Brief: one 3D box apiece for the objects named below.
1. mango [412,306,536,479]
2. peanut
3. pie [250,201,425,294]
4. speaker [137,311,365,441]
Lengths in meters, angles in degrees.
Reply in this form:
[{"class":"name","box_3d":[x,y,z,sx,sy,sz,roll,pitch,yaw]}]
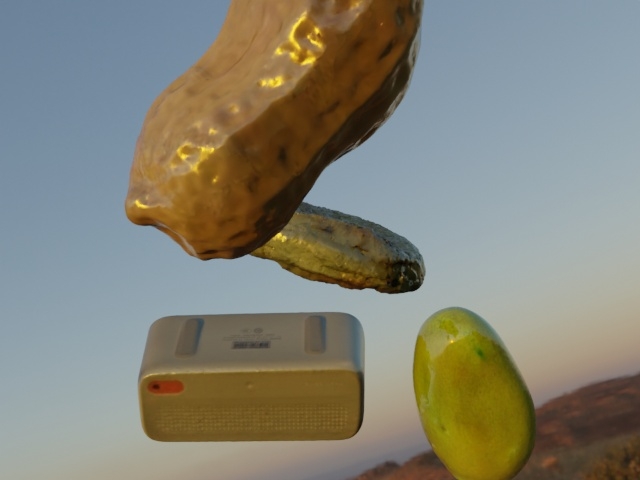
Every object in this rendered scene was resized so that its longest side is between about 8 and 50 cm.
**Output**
[{"class":"mango","box_3d":[0.215,0.222,1.165,0.149,0.273,0.185,-21,5,-19]},{"class":"peanut","box_3d":[-0.021,-0.110,0.604,0.159,0.143,0.291,32,-85,-31]},{"class":"pie","box_3d":[0.000,0.000,0.991,0.277,0.078,0.277,18,5,-2]},{"class":"speaker","box_3d":[-0.118,0.246,1.436,0.406,0.183,0.184,-1,23,-1]}]
